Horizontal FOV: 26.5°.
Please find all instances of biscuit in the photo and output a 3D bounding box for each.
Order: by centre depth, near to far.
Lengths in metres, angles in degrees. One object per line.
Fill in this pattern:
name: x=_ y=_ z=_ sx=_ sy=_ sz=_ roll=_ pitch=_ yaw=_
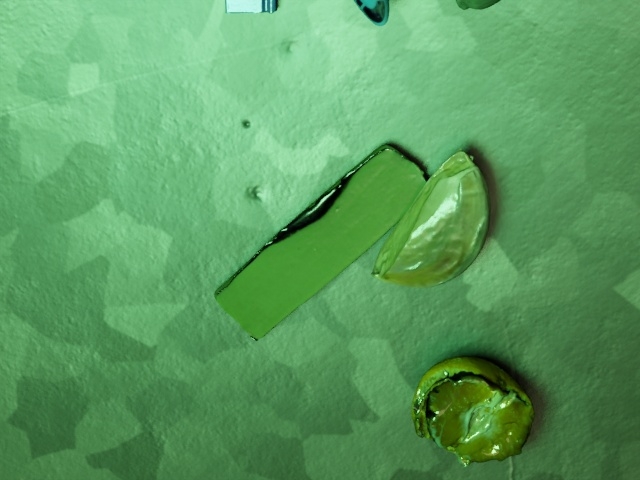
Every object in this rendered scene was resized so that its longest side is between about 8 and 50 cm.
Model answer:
biscuit: x=0.000 y=0.000 z=1.736 sx=0.322 sy=0.038 sz=0.099 roll=-42 pitch=106 yaw=17

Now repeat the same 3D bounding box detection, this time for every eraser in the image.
eraser: x=-0.084 y=-0.315 z=1.623 sx=0.063 sy=0.027 sz=0.085 roll=0 pitch=111 yaw=4

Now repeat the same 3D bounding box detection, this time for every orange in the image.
orange: x=0.195 y=0.214 z=1.767 sx=0.160 sy=0.112 sz=0.170 roll=-4 pitch=135 yaw=-5

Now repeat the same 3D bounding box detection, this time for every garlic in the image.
garlic: x=0.155 y=-0.012 z=1.685 sx=0.101 sy=0.087 sz=0.196 roll=25 pitch=116 yaw=-23

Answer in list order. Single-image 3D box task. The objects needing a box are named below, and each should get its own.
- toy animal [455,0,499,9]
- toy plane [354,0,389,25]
toy animal: x=0.236 y=-0.374 z=1.540 sx=0.251 sy=0.127 sz=0.125 roll=-36 pitch=93 yaw=2
toy plane: x=0.021 y=-0.375 z=1.549 sx=0.254 sy=0.105 sz=0.271 roll=-19 pitch=110 yaw=13
